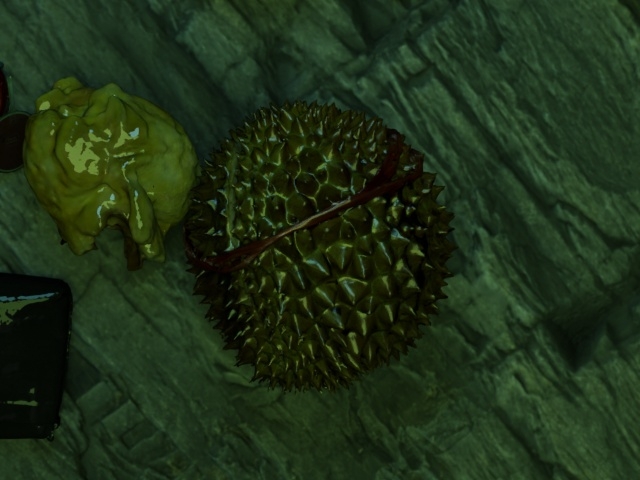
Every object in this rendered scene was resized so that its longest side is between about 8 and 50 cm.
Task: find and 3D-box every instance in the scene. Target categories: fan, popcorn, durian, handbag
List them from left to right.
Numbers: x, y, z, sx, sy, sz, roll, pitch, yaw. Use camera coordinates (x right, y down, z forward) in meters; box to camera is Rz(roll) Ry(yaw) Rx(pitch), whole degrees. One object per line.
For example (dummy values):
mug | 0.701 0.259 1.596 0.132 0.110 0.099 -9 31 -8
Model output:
handbag | -0.450 0.150 1.527 0.247 0.080 0.222 6 98 -10
fan | -0.388 -0.146 1.494 0.085 0.005 0.133 -26 132 -44
popcorn | -0.252 -0.088 1.477 0.190 0.191 0.253 -30 106 -37
durian | -0.005 0.002 1.470 0.348 0.347 0.384 -25 135 -5

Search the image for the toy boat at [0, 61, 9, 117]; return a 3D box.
toy boat | -0.441 -0.150 1.497 0.069 0.059 0.172 25 87 -12
